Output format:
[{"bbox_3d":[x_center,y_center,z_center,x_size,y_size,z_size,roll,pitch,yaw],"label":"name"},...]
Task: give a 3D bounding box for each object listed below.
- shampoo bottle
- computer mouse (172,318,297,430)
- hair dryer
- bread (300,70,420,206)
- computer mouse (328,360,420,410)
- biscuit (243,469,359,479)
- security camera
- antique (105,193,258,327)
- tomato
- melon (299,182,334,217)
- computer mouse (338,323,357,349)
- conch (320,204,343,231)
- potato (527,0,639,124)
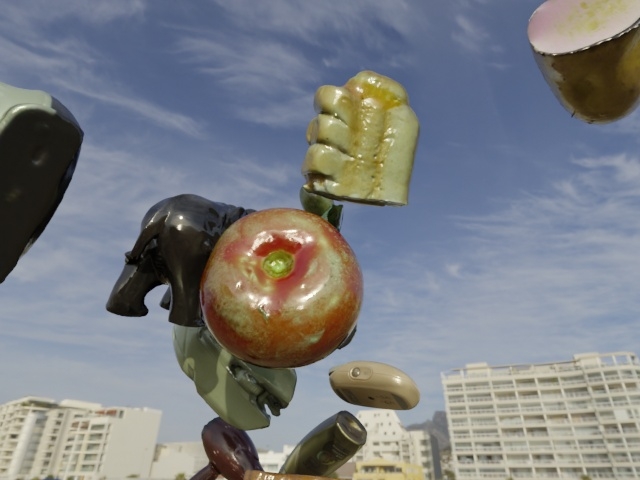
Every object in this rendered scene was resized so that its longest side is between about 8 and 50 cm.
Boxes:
[{"bbox_3d":[-0.010,0.631,1.209,0.125,0.084,0.350,42,-63,3],"label":"shampoo bottle"},{"bbox_3d":[-0.237,0.258,1.003,0.228,0.429,0.145,-47,-31,-4],"label":"computer mouse"},{"bbox_3d":[-0.303,0.709,1.144,0.340,0.312,0.123,-42,-29,-8],"label":"hair dryer"},{"bbox_3d":[0.102,-0.266,1.100,0.301,0.341,0.210,4,7,-15],"label":"bread"},{"bbox_3d":[0.135,0.366,1.046,0.237,0.082,0.145,-9,-49,36],"label":"computer mouse"},{"bbox_3d":[-0.033,0.598,1.005,0.295,0.044,0.186,-2,-30,13],"label":"biscuit"},{"bbox_3d":[-0.383,-0.096,0.343,0.191,0.197,0.277,22,-5,45],"label":"security camera"},{"bbox_3d":[-0.242,0.033,0.838,0.185,0.255,0.322,9,-5,25],"label":"antique"},{"bbox_3d":[-0.063,0.088,0.702,0.270,0.270,0.222,-1,-33,3],"label":"tomato"},{"bbox_3d":[-0.011,-0.132,1.465,0.114,0.167,0.114,-26,1,0],"label":"melon"},{"bbox_3d":[-0.016,0.243,1.266,0.270,0.137,0.086,12,-6,15],"label":"computer mouse"},{"bbox_3d":[0.000,0.013,1.306,0.143,0.137,0.250,-8,-40,-52],"label":"conch"},{"bbox_3d":[0.561,-0.352,0.831,0.229,0.229,0.266,-18,-43,28],"label":"potato"}]
